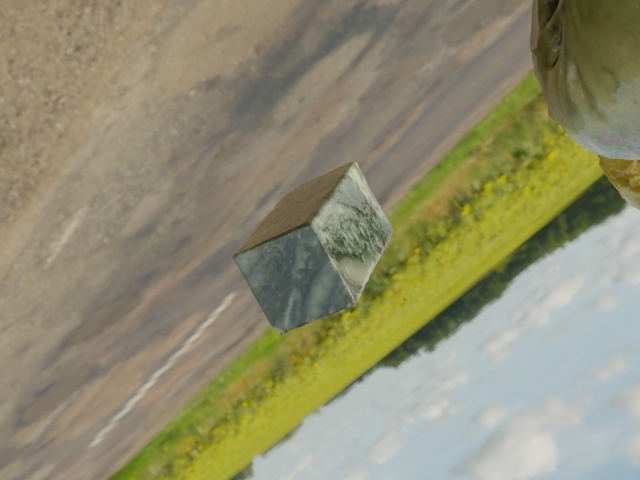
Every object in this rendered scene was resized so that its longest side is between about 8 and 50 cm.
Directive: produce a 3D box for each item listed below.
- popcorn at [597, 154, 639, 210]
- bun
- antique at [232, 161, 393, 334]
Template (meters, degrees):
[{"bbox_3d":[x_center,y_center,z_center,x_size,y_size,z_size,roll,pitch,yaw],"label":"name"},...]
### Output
[{"bbox_3d":[0.415,-0.107,1.337,0.149,0.167,0.152,-16,156,-30],"label":"popcorn"},{"bbox_3d":[0.278,-0.200,0.956,0.273,0.168,0.272,8,90,-88],"label":"bun"},{"bbox_3d":[0.000,0.000,1.024,0.086,0.088,0.183,-23,-164,24],"label":"antique"}]
